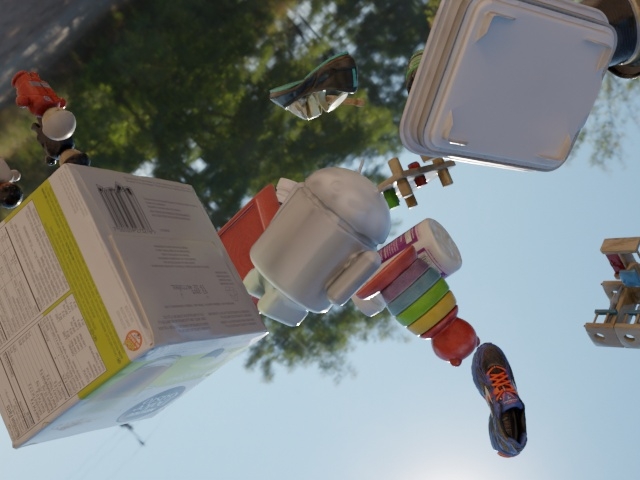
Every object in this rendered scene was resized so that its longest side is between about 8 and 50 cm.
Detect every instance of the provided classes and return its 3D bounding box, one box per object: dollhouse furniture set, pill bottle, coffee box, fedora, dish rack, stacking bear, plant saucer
[{"bbox_3d":[0.587,0.105,1.523,0.129,0.184,0.129,-5,-139,47],"label":"dollhouse furniture set"},{"bbox_3d":[-0.105,-0.065,2.042,0.187,0.112,0.112,-68,-158,-5],"label":"pill bottle"},{"bbox_3d":[0.226,0.083,2.126,0.301,0.169,0.169,-35,-160,23],"label":"pill bottle"},{"bbox_3d":[-0.364,0.114,1.338,0.334,0.338,0.337,-37,161,20],"label":"coffee box"},{"bbox_3d":[0.756,-0.564,2.071,0.152,0.334,0.334,-23,-162,-4],"label":"fedora"},{"bbox_3d":[0.307,-0.239,1.191,0.072,0.332,0.286,49,-52,53],"label":"dish rack"},{"bbox_3d":[0.256,0.168,1.832,0.175,0.289,0.164,-39,176,-37],"label":"stacking bear"},{"bbox_3d":[-0.166,0.035,1.821,0.259,0.047,0.259,-39,-120,44],"label":"plant saucer"}]

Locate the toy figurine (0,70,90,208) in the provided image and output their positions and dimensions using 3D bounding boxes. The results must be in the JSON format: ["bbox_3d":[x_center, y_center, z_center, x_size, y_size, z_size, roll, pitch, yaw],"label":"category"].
[{"bbox_3d":[-0.535,-0.170,1.375,0.209,0.148,0.213,-34,164,-21],"label":"toy figurine"}]

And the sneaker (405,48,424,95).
[{"bbox_3d":[0.354,-0.387,1.663,0.343,0.134,0.146,-3,-134,1],"label":"sneaker"}]

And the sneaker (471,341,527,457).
[{"bbox_3d":[0.352,0.300,1.464,0.083,0.221,0.087,-13,166,-11],"label":"sneaker"}]

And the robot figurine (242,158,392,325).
[{"bbox_3d":[0.000,0.000,1.519,0.353,0.199,0.300,-50,-130,9],"label":"robot figurine"}]

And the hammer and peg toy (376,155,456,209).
[{"bbox_3d":[0.297,-0.195,2.385,0.266,0.127,0.361,-15,169,-37],"label":"hammer and peg toy"}]

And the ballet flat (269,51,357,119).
[{"bbox_3d":[-0.018,-0.311,1.628,0.095,0.096,0.280,-25,-172,-32],"label":"ballet flat"}]

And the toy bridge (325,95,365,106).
[{"bbox_3d":[0.035,-0.419,2.287,0.063,0.188,0.026,-150,-117,-67],"label":"toy bridge"}]
